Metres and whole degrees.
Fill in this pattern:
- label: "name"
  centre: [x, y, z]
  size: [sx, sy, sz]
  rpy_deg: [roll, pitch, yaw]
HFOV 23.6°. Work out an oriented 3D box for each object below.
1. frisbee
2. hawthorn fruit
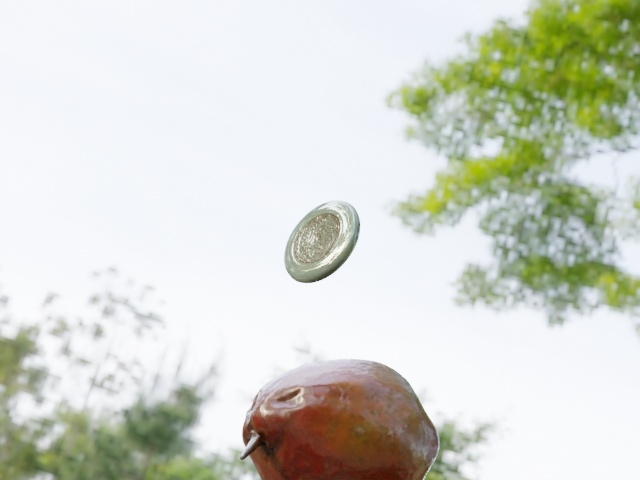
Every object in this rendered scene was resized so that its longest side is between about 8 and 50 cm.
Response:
- label: "frisbee"
  centre: [0.000, 0.000, 1.773]
  size: [0.110, 0.110, 0.014]
  rpy_deg: [-8, -36, 40]
- label: "hawthorn fruit"
  centre: [0.006, 0.240, 1.848]
  size: [0.262, 0.210, 0.210]
  rpy_deg: [12, -19, -37]
